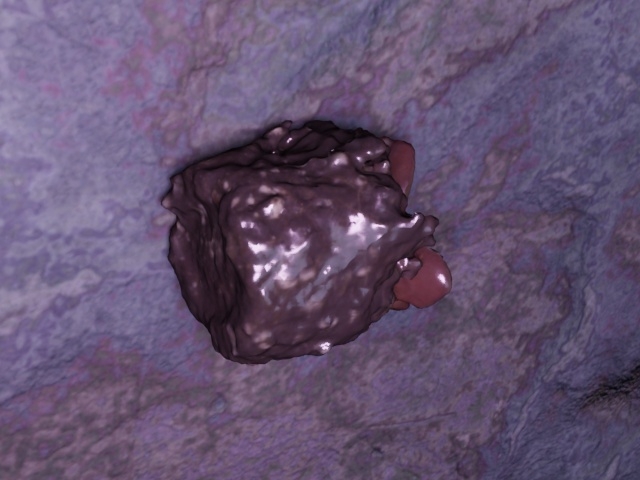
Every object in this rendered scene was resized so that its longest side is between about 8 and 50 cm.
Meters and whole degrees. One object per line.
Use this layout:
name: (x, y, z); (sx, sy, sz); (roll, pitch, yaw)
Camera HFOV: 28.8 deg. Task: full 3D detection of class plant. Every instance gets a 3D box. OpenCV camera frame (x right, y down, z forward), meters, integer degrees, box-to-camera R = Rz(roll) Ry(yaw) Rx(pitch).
plant: (0.000, 0.000, 1.019); (0.234, 0.178, 0.204); (-8, 122, -26)
